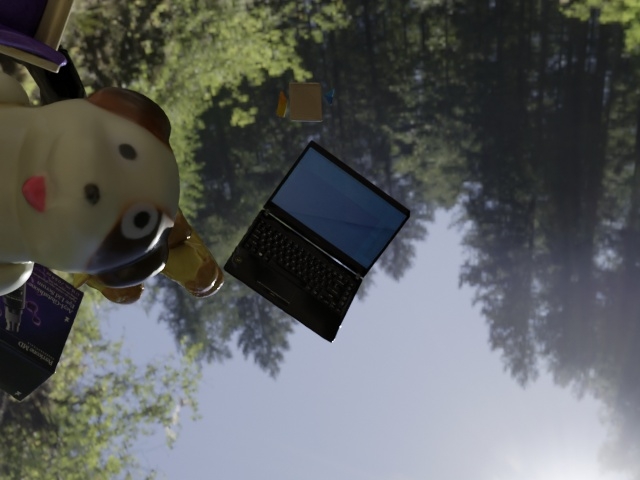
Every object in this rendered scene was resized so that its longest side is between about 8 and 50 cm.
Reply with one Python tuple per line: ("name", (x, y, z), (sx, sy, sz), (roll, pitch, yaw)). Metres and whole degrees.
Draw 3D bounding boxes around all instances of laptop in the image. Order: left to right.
("laptop", (0.000, 0.000, 1.573), (0.234, 0.136, 0.264), (35, -134, -6))

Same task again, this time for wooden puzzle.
("wooden puzzle", (-0.028, -0.258, 1.644), (0.116, 0.078, 0.014), (13, -158, 25))

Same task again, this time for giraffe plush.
("giraffe plush", (-0.253, 0.016, 1.198), (0.171, 0.181, 0.210), (-33, -97, -5))

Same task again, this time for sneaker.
("sneaker", (-0.539, -0.364, 1.722), (0.109, 0.286, 0.130), (-39, -174, -21))

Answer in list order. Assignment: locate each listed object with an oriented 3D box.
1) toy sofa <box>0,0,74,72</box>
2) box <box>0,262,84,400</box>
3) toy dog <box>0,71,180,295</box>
("toy sofa", (-0.534, -0.380, 1.299), (0.177, 0.150, 0.363), (25, -173, 38))
("box", (-0.520, 0.144, 1.522), (0.108, 0.153, 0.207), (-38, -151, 27))
("toy dog", (-0.368, -0.052, 1.035), (0.408, 0.284, 0.395), (2, 174, 15))
